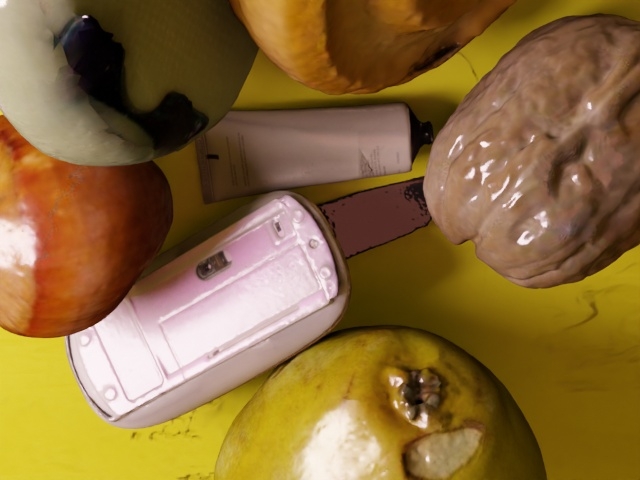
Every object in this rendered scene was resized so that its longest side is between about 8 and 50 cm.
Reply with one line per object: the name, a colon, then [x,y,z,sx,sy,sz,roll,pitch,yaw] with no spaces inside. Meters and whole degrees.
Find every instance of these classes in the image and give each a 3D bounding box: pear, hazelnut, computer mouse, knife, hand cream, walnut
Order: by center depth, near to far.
hazelnut: [-0.199,-0.020,1.171,0.182,0.182,0.182,-4,117,-7]
walnut: [0.191,-0.072,1.206,0.178,0.178,0.230,36,96,-24]
hand cream: [-0.005,-0.074,1.237,0.186,0.054,0.087,-6,124,1]
computer mouse: [-0.088,0.056,1.251,0.245,0.056,0.126,-31,79,15]
pear: [0.046,0.205,1.279,0.269,0.269,0.321,-4,136,-7]
knife: [0.000,0.000,1.291,0.230,0.028,0.060,-24,106,2]

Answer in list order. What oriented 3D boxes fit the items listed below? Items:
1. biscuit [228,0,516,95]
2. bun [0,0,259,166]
biscuit: [0.073,-0.218,1.066,0.296,0.102,0.296,-32,152,-19]
bun: [-0.156,-0.200,1.061,0.187,0.293,0.293,18,119,23]
